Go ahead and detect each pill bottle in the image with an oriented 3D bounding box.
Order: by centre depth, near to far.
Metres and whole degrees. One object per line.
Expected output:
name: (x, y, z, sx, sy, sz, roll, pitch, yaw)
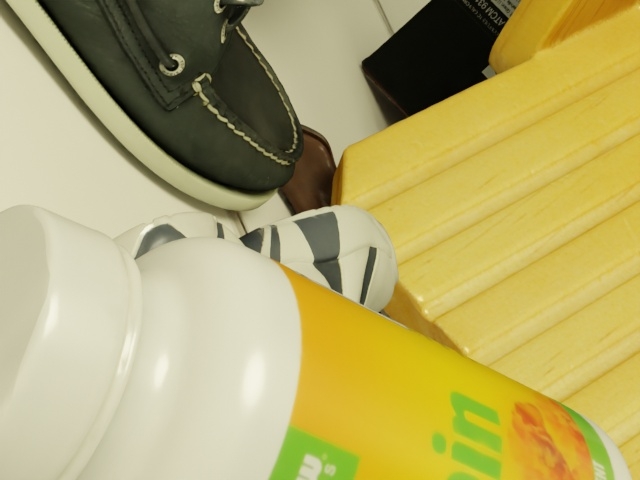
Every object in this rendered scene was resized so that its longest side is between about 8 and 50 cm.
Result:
pill bottle: (-0.019, 0.081, 0.691, 0.245, 0.136, 0.136, 27, 35, -30)

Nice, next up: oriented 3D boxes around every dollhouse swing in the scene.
dollhouse swing: (0.232, -0.061, 1.049, 0.305, 0.315, 0.347, -17, 58, -47)

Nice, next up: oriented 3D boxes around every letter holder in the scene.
letter holder: (0.204, -0.040, 1.391, 0.302, 0.152, 0.214, 51, 6, 38)

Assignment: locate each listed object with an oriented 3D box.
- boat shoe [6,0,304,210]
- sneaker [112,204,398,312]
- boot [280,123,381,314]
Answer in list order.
boat shoe: (-0.081, -0.139, 0.936, 0.340, 0.113, 0.127, 49, 22, -38)
sneaker: (-0.013, 0.069, 0.866, 0.153, 0.094, 0.235, 68, 18, 10)
boot: (0.000, 0.000, 1.103, 0.106, 0.037, 0.114, 40, 33, -46)
